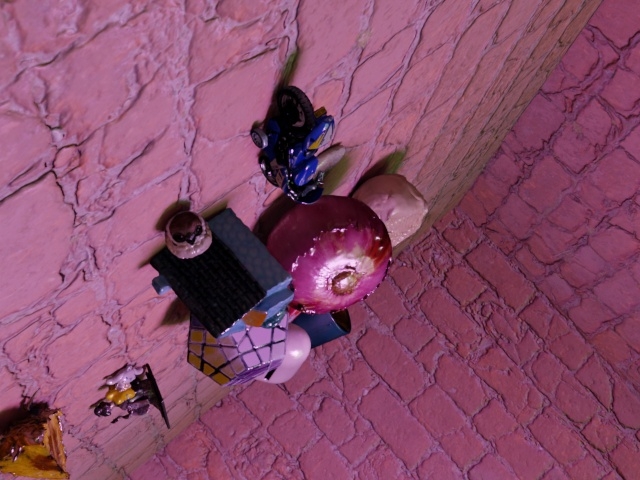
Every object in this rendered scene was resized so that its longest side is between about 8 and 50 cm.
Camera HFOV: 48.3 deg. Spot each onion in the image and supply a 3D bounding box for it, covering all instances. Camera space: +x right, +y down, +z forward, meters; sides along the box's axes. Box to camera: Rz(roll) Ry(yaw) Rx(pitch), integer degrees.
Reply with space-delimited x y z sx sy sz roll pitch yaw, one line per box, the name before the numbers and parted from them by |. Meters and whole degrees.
onion | 0.001 0.024 1.953 0.358 0.345 0.358 -36 151 -24

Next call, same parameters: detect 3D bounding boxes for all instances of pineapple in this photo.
pineapple | -0.706 0.477 1.722 0.161 0.158 0.334 -1 155 -5

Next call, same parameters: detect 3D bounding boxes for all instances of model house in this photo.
model house | -0.232 0.117 1.598 0.241 0.261 0.226 -33 164 -41

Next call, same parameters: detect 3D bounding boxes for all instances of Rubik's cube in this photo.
Rubik's cube | -0.228 0.245 1.967 0.319 0.319 0.264 -40 139 -12

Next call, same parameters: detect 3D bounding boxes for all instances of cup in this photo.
cup | -0.079 0.257 2.580 0.292 0.308 0.242 -28 145 14

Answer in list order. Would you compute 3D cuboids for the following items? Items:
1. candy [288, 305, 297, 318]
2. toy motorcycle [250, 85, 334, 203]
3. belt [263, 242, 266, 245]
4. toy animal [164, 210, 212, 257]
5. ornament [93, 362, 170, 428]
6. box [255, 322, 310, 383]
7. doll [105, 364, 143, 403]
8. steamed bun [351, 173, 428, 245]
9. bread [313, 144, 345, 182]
candy | -0.106 0.165 2.401 0.306 0.157 0.100 -44 168 8
toy motorcycle | -0.047 -0.173 1.417 0.113 0.169 0.315 -35 166 -27
belt | -0.172 0.073 2.092 0.121 0.079 0.151 -15 141 -44
toy animal | -0.276 -0.023 1.457 0.098 0.137 0.098 -11 120 -19
ornament | -0.576 0.493 2.139 0.196 0.166 0.153 -17 137 -20
box | -0.220 0.338 2.280 0.289 0.349 0.141 120 -17 -51
doll | -0.558 0.398 2.034 0.135 0.071 0.113 -39 150 -45
steamed bun | 0.202 -0.111 2.357 0.276 0.203 0.289 -38 156 22
bread | -0.016 -0.167 1.845 0.193 0.036 0.112 -49 165 27
